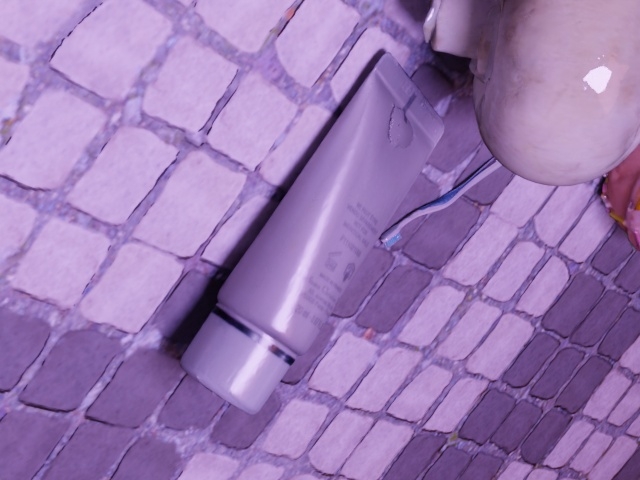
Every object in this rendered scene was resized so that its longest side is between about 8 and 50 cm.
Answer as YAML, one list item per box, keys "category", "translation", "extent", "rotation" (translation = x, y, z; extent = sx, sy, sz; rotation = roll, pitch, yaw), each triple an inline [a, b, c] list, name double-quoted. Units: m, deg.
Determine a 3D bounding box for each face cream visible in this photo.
- category: "face cream"
  translation: [0.000, 0.000, 1.195]
  extent: [0.314, 0.089, 0.143]
  rotation: [-54, 145, -5]

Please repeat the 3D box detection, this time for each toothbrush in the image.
- category: "toothbrush"
  translation: [0.120, -0.042, 1.338]
  extent: [0.162, 0.014, 0.017]
  rotation: [-36, 129, -17]

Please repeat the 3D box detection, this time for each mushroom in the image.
- category: "mushroom"
  translation: [0.180, -0.171, 1.129]
  extent: [0.246, 0.202, 0.246]
  rotation: [-166, -90, -89]

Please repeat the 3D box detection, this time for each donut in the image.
- category: "donut"
  translation: [0.386, -0.081, 1.526]
  extent: [0.199, 0.085, 0.233]
  rotation: [-39, 144, -14]
